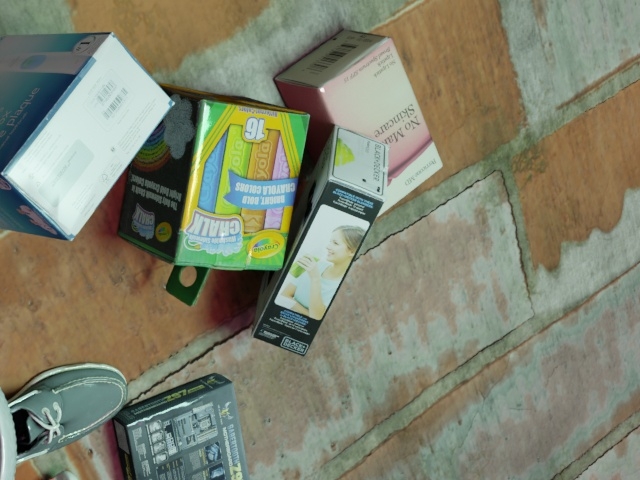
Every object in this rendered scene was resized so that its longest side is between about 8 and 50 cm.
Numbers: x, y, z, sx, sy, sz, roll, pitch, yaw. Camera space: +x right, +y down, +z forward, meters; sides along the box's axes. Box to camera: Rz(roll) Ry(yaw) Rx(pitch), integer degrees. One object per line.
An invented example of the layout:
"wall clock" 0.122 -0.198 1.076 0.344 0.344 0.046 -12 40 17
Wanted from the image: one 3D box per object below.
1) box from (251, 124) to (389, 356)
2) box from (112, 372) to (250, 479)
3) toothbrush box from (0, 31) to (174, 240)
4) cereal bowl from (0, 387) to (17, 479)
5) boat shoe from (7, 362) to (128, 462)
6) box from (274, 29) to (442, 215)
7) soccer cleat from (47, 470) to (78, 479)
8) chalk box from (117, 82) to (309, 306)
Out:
"box" 0.000 0.000 1.879 0.087 0.169 0.290 22 121 -8
"box" -0.202 0.337 1.973 0.183 0.059 0.232 -20 113 -29
"toothbrush box" -0.353 -0.130 1.571 0.126 0.296 0.216 49 64 -35
"cereal bowl" -0.530 0.264 1.617 0.339 0.141 0.338 0 82 2
"boat shoe" -0.395 0.260 1.792 0.319 0.099 0.116 -17 113 -30
"box" 0.060 -0.176 1.970 0.149 0.127 0.232 -38 121 -21
"soccer cleat" -0.373 0.416 1.876 0.076 0.068 0.196 10 104 -41
"chalk box" -0.154 -0.057 1.825 0.179 0.180 0.288 4 102 -35
